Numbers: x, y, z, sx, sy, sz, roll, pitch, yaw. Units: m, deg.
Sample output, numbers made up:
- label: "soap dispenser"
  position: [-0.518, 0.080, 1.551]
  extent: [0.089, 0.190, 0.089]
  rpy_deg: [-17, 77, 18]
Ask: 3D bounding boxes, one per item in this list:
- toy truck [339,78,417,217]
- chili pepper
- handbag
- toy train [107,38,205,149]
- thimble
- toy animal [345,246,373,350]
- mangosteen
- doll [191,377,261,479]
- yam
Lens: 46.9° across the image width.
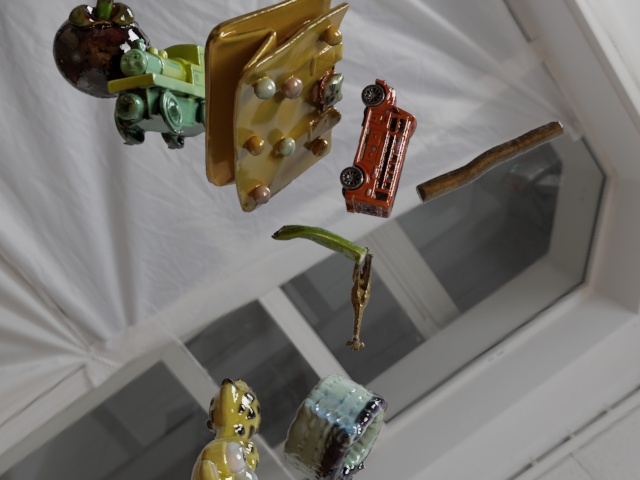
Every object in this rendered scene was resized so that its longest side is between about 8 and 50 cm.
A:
- label: "toy truck"
  position: [0.114, -0.176, 1.417]
  extent: [0.107, 0.114, 0.252]
  rpy_deg: [66, 39, -77]
- label: "chili pepper"
  position: [0.000, 0.000, 1.538]
  extent: [0.052, 0.202, 0.050]
  rpy_deg: [-101, -152, -84]
- label: "handbag"
  position: [-0.071, -0.254, 1.377]
  extent: [0.283, 0.133, 0.401]
  rpy_deg: [-38, 156, -28]
- label: "toy train"
  position: [-0.340, -0.330, 1.630]
  extent: [0.150, 0.237, 0.369]
  rpy_deg: [-7, -178, 16]
- label: "thimble"
  position: [0.031, 0.399, 1.542]
  extent: [0.150, 0.237, 0.237]
  rpy_deg: [25, -131, 22]
- label: "toy animal"
  position: [0.101, 0.148, 1.903]
  extent: [0.149, 0.054, 0.275]
  rpy_deg: [91, 7, -81]
- label: "mangosteen"
  position: [-0.472, -0.427, 1.632]
  extent: [0.216, 0.216, 0.216]
  rpy_deg: [-33, -165, 10]
- label: "doll"
  position: [-0.125, 0.281, 1.017]
  extent: [0.086, 0.117, 0.291]
  rpy_deg: [-17, -165, 4]
- label: "yam"
  position: [0.351, -0.164, 1.523]
  extent: [0.327, 0.045, 0.045]
  rpy_deg: [-26, 159, 0]
